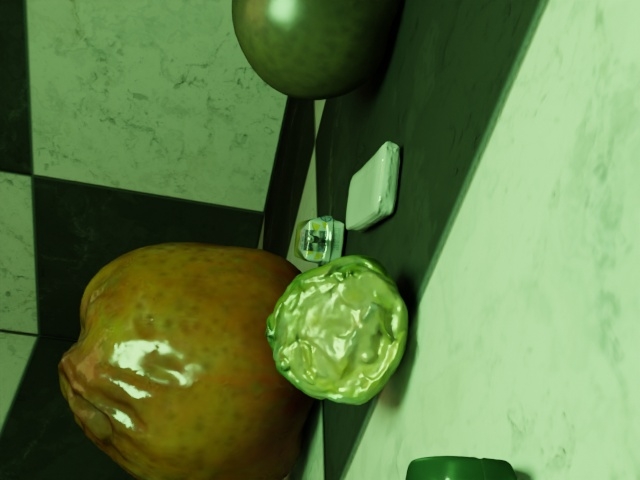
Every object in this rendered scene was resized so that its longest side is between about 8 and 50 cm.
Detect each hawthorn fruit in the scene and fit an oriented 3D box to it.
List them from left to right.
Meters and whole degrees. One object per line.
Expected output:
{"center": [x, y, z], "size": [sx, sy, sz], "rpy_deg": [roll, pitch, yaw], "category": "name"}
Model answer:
{"center": [-0.222, 0.225, 1.239], "size": [0.472, 0.471, 0.472], "rpy_deg": [-171, 90, -81], "category": "hawthorn fruit"}

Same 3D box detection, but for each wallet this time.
{"center": [0.068, -0.064, 0.950], "size": [0.190, 0.033, 0.095], "rpy_deg": [139, 141, -75], "category": "wallet"}

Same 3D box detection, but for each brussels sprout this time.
{"center": [0.029, 0.095, 0.757], "size": [0.122, 0.151, 0.149], "rpy_deg": [-1, -106, -70], "category": "brussels sprout"}

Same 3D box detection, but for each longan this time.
{"center": [-0.003, -0.338, 1.049], "size": [0.258, 0.257, 0.258], "rpy_deg": [-171, 90, -81], "category": "longan"}

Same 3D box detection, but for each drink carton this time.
{"center": [0.000, 0.000, 1.182], "size": [0.200, 0.074, 0.084], "rpy_deg": [-175, 93, -80], "category": "drink carton"}

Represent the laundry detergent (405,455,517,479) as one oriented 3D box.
{"center": [0.084, 0.247, 0.443], "size": [0.137, 0.062, 0.211], "rpy_deg": [117, 158, -69], "category": "laundry detergent"}
